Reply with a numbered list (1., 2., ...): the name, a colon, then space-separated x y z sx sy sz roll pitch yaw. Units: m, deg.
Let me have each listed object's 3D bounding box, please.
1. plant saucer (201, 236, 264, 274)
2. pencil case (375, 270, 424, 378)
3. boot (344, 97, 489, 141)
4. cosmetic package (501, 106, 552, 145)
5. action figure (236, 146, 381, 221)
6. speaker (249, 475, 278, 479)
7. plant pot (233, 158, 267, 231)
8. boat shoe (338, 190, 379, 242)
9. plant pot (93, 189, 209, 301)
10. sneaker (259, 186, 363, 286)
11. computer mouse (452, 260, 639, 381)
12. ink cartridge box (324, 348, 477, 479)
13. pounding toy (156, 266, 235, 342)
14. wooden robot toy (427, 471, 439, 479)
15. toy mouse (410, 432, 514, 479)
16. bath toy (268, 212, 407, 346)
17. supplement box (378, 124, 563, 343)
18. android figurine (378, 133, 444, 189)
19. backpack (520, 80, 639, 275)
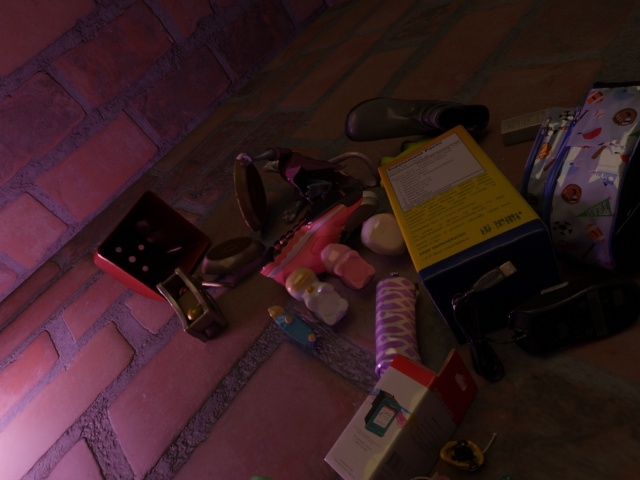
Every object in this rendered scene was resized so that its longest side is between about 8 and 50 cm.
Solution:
1. plant saucer: -0.266 0.037 1.217 0.199 0.036 0.198 -14 24 6
2. pencil case: 0.146 0.162 0.762 0.088 0.086 0.206 1 46 8
3. boot: 0.252 -0.326 1.080 0.338 0.118 0.223 -16 23 -15
4. cosmetic package: 0.504 -0.276 0.992 0.115 0.041 0.060 -8 44 33
5. action figure: -0.054 -0.214 1.205 0.276 0.248 0.370 -41 39 -8
6. speaker: -0.096 0.493 0.542 0.131 0.131 0.296 -9 43 32
7. plant pot: -0.211 -0.146 1.275 0.033 0.236 0.236 -11 41 9
8. boat shoe: 0.046 -0.030 1.061 0.258 0.095 0.084 -34 38 20
9. plant pot: -0.587 0.041 1.366 0.236 0.267 0.267 -19 37 44
10. sneaker: 0.000 0.000 0.993 0.314 0.136 0.116 -42 20 14
11. computer mouse: 0.326 0.091 0.617 0.262 0.184 0.060 -28 19 12
12. ink cartridge box: 0.129 0.269 0.605 0.231 0.134 0.078 -49 37 -18
13. pounding toy: -0.329 0.136 1.112 0.155 0.154 0.269 -42 37 -8
14. wooden robot toy: 0.128 0.396 0.523 0.173 0.076 0.079 -47 48 -15
15. toy mouse: 0.198 0.331 0.523 0.161 0.031 0.143 -1 30 -17
16. bath toy: 0.045 0.073 0.914 0.348 0.151 0.129 -44 -7 -9
17. supplement box: 0.265 -0.027 0.774 0.194 0.195 0.356 -26 37 16
18. android figurine: 0.278 -0.201 1.060 0.248 0.056 0.273 -37 33 -14
19. backpack: 0.450 -0.088 0.652 0.213 0.276 0.263 6 66 51
